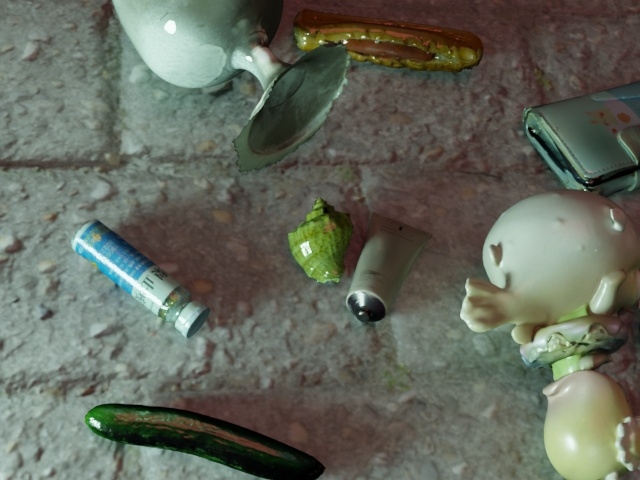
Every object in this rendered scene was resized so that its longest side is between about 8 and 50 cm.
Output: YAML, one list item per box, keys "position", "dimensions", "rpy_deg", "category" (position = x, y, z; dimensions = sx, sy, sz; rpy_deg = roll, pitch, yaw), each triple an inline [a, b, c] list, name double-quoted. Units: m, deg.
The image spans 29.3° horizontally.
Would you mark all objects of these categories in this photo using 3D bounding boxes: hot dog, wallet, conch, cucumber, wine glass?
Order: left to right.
- position: [-0.130, 0.230, 1.404]
  dimensions: [0.284, 0.056, 0.056]
  rpy_deg: [14, 53, -5]
  category: "cucumber"
- position: [-0.131, -0.284, 1.673]
  dimensions: [0.238, 0.238, 0.323]
  rpy_deg: [-31, 65, -31]
  category: "wine glass"
- position: [0.000, 0.000, 1.609]
  dimensions: [0.089, 0.074, 0.121]
  rpy_deg: [-11, 72, 15]
  category: "conch"
- position: [0.101, -0.296, 1.840]
  dimensions: [0.289, 0.068, 0.083]
  rpy_deg: [6, 30, -5]
  category: "hot dog"
- position: [0.445, -0.156, 1.820]
  dimensions: [0.250, 0.075, 0.176]
  rpy_deg: [-15, 56, -23]
  category: "wallet"

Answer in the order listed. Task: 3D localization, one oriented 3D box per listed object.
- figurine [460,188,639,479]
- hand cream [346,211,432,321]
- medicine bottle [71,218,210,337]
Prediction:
- position: [0.292, 0.128, 1.513]
  dimensions: [0.274, 0.226, 0.394]
  rpy_deg: [3, 67, -28]
  category: "figurine"
- position: [0.082, 0.037, 1.605]
  dimensions: [0.087, 0.054, 0.186]
  rpy_deg: [20, 46, 7]
  category: "hand cream"
- position: [-0.223, 0.046, 1.515]
  dimensions: [0.191, 0.051, 0.051]
  rpy_deg: [36, 54, 14]
  category: "medicine bottle"
